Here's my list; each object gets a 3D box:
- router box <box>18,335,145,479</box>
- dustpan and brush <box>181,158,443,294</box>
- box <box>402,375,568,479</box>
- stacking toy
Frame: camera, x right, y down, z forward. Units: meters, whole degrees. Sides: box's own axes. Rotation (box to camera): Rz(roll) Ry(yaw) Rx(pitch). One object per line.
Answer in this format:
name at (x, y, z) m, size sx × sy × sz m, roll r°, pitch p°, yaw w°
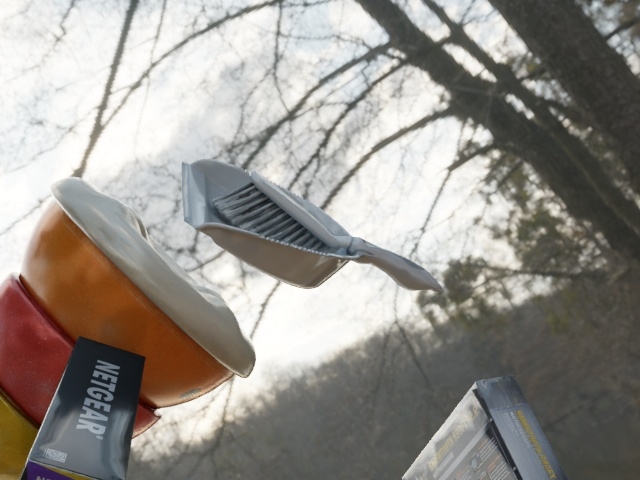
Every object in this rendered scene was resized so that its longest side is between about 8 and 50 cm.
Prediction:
router box at (-0.248, 0.255, 0.818) m, size 0.309 × 0.081 × 0.243 m, roll -127°, pitch 58°, yaw -76°
dustpan and brush at (0.000, 0.000, 0.648) m, size 0.060 × 0.211 × 0.147 m, roll -50°, pitch 21°, yaw 11°
box at (0.188, 0.293, 0.988) m, size 0.056 × 0.183 × 0.231 m, roll -3°, pitch -40°, yaw -25°
stacking toy at (-0.350, 0.189, 1.107) m, size 0.480 × 0.350 × 0.350 m, roll -46°, pitch -16°, yaw -6°
